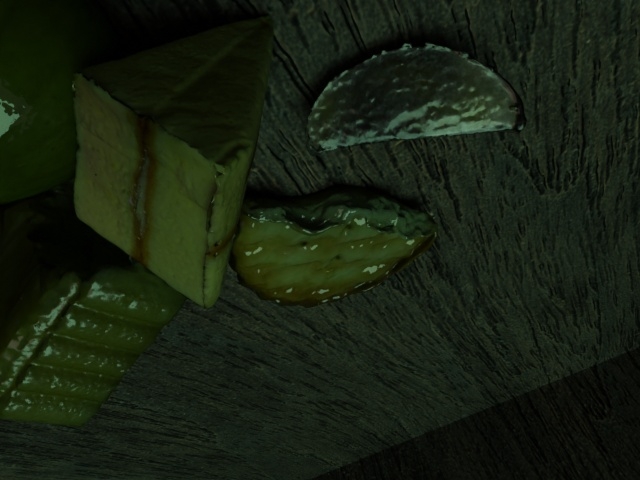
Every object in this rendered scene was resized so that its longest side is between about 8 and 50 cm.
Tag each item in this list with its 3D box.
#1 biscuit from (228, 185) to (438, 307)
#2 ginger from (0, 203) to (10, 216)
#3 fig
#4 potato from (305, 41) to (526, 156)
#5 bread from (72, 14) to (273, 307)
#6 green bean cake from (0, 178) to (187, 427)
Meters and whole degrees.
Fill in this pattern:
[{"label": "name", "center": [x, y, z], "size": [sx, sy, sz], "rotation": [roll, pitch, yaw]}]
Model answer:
[{"label": "biscuit", "center": [0.000, 0.000, 0.821], "size": [0.329, 0.078, 0.335], "rotation": [-30, 141, 20]}, {"label": "ginger", "center": [-0.413, -0.006, 0.646], "size": [0.166, 0.080, 0.333], "rotation": [-45, 137, 6]}, {"label": "fig", "center": [-0.276, -0.120, 0.439], "size": [0.203, 0.225, 0.203], "rotation": [7, 152, 4]}, {"label": "potato", "center": [0.112, -0.181, 0.646], "size": [0.261, 0.100, 0.120], "rotation": [-4, 104, 5]}, {"label": "bread", "center": [-0.079, -0.093, 0.491], "size": [0.264, 0.163, 0.167], "rotation": [-43, 161, -41]}, {"label": "green bean cake", "center": [-0.278, 0.047, 0.560], "size": [0.233, 0.236, 0.124], "rotation": [-49, 139, 7]}]
